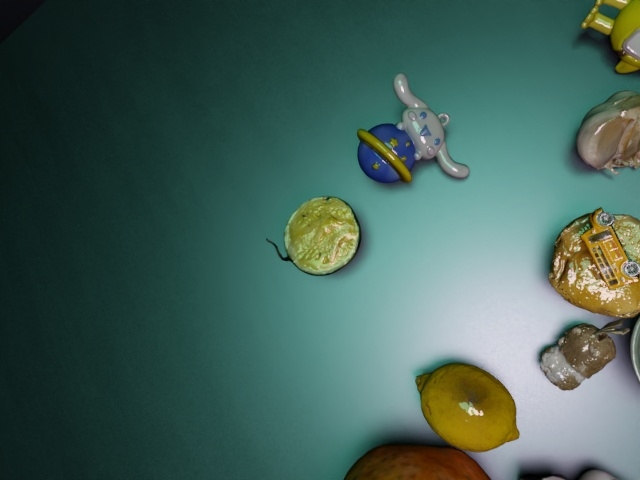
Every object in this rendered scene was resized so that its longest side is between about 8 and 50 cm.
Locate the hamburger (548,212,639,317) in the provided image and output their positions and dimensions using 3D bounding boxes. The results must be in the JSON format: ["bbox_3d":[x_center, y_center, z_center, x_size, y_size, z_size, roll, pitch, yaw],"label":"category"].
[{"bbox_3d":[0.644,0.058,1.039,0.244,0.163,0.245,-1,87,24],"label":"hamburger"}]

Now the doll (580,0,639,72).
[{"bbox_3d":[0.804,-0.471,1.077,0.362,0.145,0.200,30,132,9],"label":"doll"}]

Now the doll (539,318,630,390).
[{"bbox_3d":[0.593,0.246,1.041,0.221,0.114,0.105,-63,26,27],"label":"doll"}]

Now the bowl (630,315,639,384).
[{"bbox_3d":[0.788,0.243,0.954,0.288,0.146,0.290,-4,78,18],"label":"bowl"}]

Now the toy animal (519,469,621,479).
[{"bbox_3d":[0.562,0.596,0.971,0.266,0.212,0.213,-10,81,17],"label":"toy animal"}]

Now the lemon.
[{"bbox_3d":[0.339,0.386,1.076,0.256,0.188,0.189,24,91,19],"label":"lemon"}]

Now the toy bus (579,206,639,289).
[{"bbox_3d":[0.587,0.015,0.942,0.074,0.069,0.162,-28,74,31],"label":"toy bus"}]

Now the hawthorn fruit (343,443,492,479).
[{"bbox_3d":[0.209,0.677,0.957,0.470,0.471,0.473,-2,83,17],"label":"hawthorn fruit"}]

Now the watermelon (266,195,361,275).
[{"bbox_3d":[0.007,-0.003,1.253,0.232,0.127,0.204,-44,74,6],"label":"watermelon"}]

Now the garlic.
[{"bbox_3d":[0.700,-0.264,1.077,0.229,0.178,0.143,-16,47,-3],"label":"garlic"}]

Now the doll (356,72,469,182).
[{"bbox_3d":[0.236,-0.235,1.220,0.310,0.159,0.243,39,82,-6],"label":"doll"}]
